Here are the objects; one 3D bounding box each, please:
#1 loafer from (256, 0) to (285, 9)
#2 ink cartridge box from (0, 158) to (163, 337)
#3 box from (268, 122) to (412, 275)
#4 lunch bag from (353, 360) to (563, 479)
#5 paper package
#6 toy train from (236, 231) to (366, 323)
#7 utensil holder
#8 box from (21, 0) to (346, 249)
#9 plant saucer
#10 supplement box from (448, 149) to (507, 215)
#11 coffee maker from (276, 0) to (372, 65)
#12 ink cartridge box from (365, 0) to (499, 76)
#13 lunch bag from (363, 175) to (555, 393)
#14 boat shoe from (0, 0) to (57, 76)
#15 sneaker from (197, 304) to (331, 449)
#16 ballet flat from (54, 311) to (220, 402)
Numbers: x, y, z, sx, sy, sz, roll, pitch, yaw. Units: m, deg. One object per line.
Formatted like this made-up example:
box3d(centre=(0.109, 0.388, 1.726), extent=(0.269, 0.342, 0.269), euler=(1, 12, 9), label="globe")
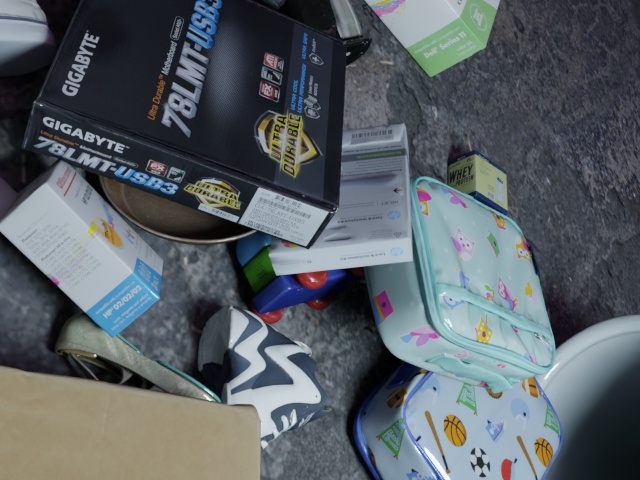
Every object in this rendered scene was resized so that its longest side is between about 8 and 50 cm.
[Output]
box3d(centre=(-0.113, -0.375, 1.051), extent=(0.223, 0.078, 0.076), euler=(47, 4, 7), label="loafer")
box3d(centre=(-0.228, -0.009, 0.794), extent=(0.181, 0.061, 0.104), euler=(48, 6, -20), label="ink cartridge box")
box3d(centre=(0.025, -0.049, 0.936), extent=(0.186, 0.145, 0.038), euler=(-87, 166, -46), label="box")
box3d(centre=(0.182, 0.233, 1.114), extent=(0.243, 0.115, 0.303), euler=(57, 41, -3), label="lunch bag")
box3d(centre=(-0.208, 0.271, 0.645), extent=(0.309, 0.168, 0.324), euler=(20, 60, -39), label="paper package")
box3d(centre=(0.000, 0.000, 1.047), extent=(0.248, 0.105, 0.143), euler=(-11, 68, -48), label="toy train")
box3d(centre=(0.519, 0.348, 1.266), extent=(0.385, 0.328, 0.327), euler=(43, 46, -29), label="utensil holder")
box3d(centre=(-0.119, -0.159, 0.899), extent=(0.293, 0.073, 0.295), euler=(22, 44, -16), label="box")
box3d(centre=(-0.133, -0.061, 0.914), extent=(0.199, 0.036, 0.198), euler=(8, 45, -8), label="plant saucer")
box3d(centre=(0.248, -0.083, 1.365), extent=(0.083, 0.056, 0.083), euler=(27, 55, -36), label="supplement box")
box3d(centre=(-0.034, -0.316, 1.127), extent=(0.171, 0.120, 0.178), euler=(-11, 80, -47), label="coffee maker")
box3d(centre=(0.133, -0.463, 1.367), extent=(0.353, 0.119, 0.207), euler=(43, 47, -25), label="ink cartridge box")
box3d(centre=(0.172, 0.060, 1.028), extent=(0.279, 0.108, 0.224), euler=(22, 49, -43), label="lunch bag")
box3d(centre=(-0.357, -0.205, 0.759), extent=(0.267, 0.096, 0.088), euler=(-9, 76, -49), label="boat shoe")
box3d(centre=(-0.053, 0.194, 0.895), extent=(0.153, 0.094, 0.235), euler=(21, 48, -29), label="sneaker")
box3d(centre=(-0.174, 0.131, 0.816), extent=(0.168, 0.057, 0.052), euler=(34, 59, -4), label="ballet flat")
